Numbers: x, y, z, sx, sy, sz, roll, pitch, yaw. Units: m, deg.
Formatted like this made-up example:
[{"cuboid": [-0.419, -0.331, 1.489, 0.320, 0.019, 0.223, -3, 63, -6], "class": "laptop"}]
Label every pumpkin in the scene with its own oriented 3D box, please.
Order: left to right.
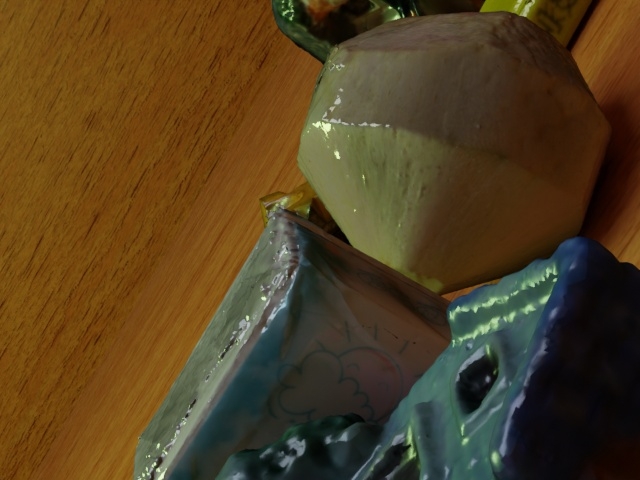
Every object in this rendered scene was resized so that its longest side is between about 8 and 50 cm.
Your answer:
[{"cuboid": [0.000, 0.000, 1.573, 0.130, 0.149, 0.254, -18, 9, -5], "class": "pumpkin"}]

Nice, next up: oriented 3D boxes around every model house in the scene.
[{"cuboid": [0.130, -0.309, 1.409, 0.301, 0.271, 0.190, -13, 55, 54], "class": "model house"}, {"cuboid": [0.135, 0.142, 0.510, 0.329, 0.251, 0.295, -48, 18, 23], "class": "model house"}]

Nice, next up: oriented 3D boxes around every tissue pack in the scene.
[{"cuboid": [0.042, 0.132, 0.751, 0.201, 0.271, 0.124, -57, 15, 18], "class": "tissue pack"}]

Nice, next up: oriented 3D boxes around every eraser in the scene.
[{"cuboid": [0.200, -0.207, 1.270, 0.226, 0.069, 0.158, -61, 12, 2], "class": "eraser"}]

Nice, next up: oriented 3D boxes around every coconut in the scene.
[{"cuboid": [0.106, -0.069, 1.011, 0.259, 0.259, 0.259, -55, 15, 23], "class": "coconut"}]
